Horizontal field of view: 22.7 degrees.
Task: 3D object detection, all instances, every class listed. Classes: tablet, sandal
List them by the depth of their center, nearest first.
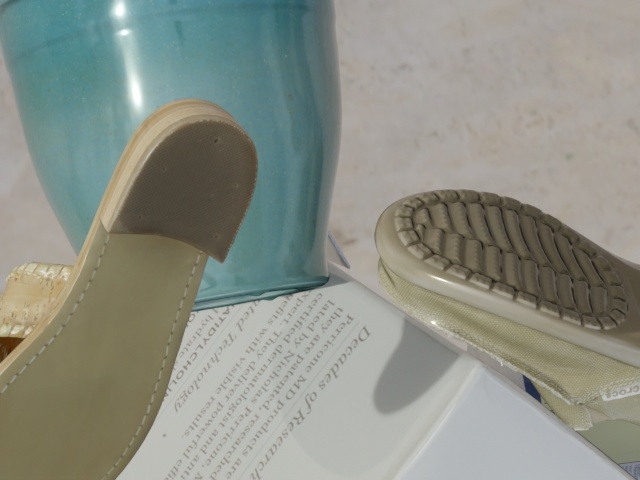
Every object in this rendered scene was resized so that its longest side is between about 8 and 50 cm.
[{"bbox_3d":[-0.112,0.031,0.757,0.088,0.079,0.240,22,107,-34],"label":"sandal"},{"bbox_3d":[0.000,0.000,1.527,0.006,0.083,0.054,-35,109,-13],"label":"tablet"}]

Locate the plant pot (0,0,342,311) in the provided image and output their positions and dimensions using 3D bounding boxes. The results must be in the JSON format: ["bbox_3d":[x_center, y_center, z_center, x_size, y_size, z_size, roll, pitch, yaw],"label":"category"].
[{"bbox_3d":[-0.104,-0.073,1.243,0.272,0.255,0.271,-9,176,-1],"label":"plant pot"}]

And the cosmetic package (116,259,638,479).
[{"bbox_3d":[0.029,0.234,1.383,0.329,0.394,0.327,39,87,-35],"label":"cosmetic package"}]

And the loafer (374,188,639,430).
[{"bbox_3d":[0.143,0.055,0.902,0.269,0.102,0.092,21,126,-16],"label":"loafer"}]

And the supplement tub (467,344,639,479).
[{"bbox_3d":[0.333,0.176,1.699,0.325,0.235,0.235,-8,139,-2],"label":"supplement tub"}]
